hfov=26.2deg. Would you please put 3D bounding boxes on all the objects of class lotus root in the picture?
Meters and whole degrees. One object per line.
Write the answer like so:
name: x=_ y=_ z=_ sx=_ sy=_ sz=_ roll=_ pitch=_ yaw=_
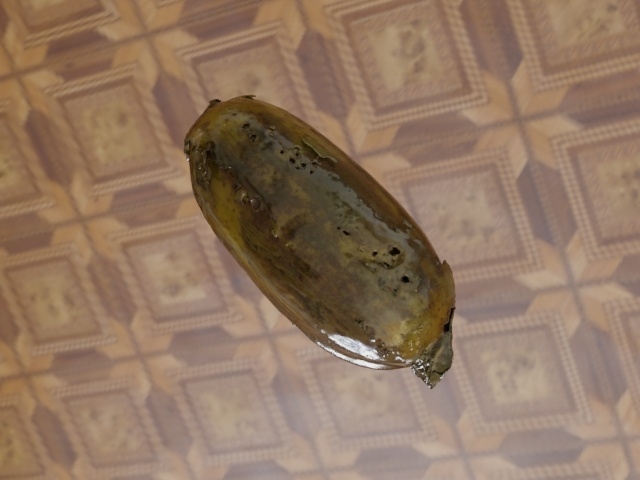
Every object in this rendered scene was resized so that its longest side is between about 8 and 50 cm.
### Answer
lotus root: x=0.000 y=0.000 z=1.496 sx=0.397 sy=0.196 sz=0.179 roll=44 pitch=94 yaw=8
